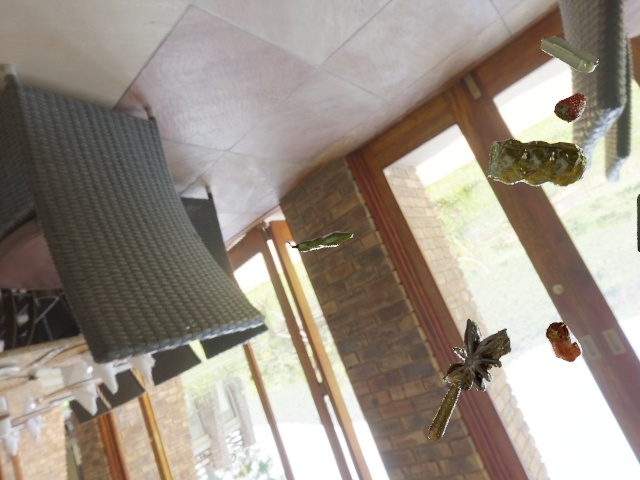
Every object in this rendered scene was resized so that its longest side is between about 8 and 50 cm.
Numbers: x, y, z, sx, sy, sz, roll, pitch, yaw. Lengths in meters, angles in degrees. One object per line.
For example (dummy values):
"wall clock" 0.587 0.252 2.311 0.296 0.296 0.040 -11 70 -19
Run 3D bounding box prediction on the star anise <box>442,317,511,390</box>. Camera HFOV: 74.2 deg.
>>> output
"star anise" 0.513 0.383 1.376 0.111 0.257 0.198 25 180 -24

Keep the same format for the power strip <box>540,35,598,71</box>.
"power strip" 0.611 -0.467 1.052 0.048 0.191 0.030 -12 137 -12

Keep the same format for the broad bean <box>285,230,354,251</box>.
"broad bean" 0.003 0.008 1.797 0.325 0.067 0.075 -15 161 31

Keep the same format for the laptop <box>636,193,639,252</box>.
"laptop" 0.713 -0.026 0.797 0.016 0.135 0.197 -28 -156 -32

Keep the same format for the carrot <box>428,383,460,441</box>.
"carrot" 0.360 0.495 1.224 0.170 0.042 0.042 -62 171 -10

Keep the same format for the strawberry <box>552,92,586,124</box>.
"strawberry" 0.693 -0.368 1.168 0.083 0.073 0.073 -42 169 -6

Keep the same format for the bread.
"bread" 0.654 -0.234 1.275 0.268 0.152 0.130 6 157 12

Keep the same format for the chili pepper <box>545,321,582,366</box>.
"chili pepper" 0.784 0.345 1.357 0.086 0.192 0.084 -34 -155 5
